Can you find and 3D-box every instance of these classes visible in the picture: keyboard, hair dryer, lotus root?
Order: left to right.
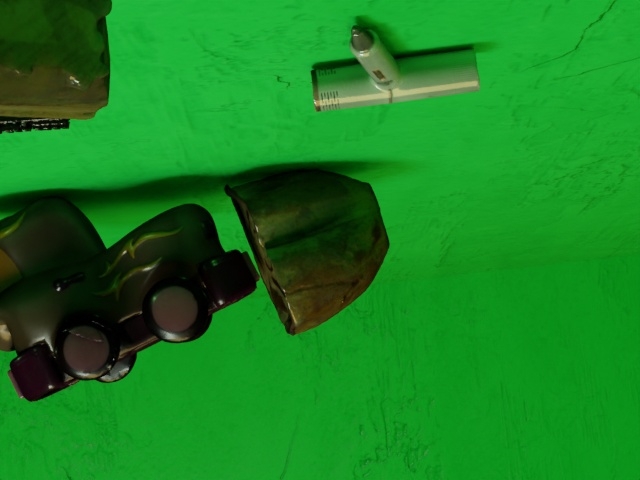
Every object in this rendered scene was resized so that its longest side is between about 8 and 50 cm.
[{"bbox_3d":[-0.337,-0.106,1.492,0.196,0.018,0.060,-5,176,-6],"label":"keyboard"},{"bbox_3d":[0.000,-0.001,1.932,0.180,0.188,0.199,-20,-155,-6],"label":"lotus root"},{"bbox_3d":[0.066,-0.160,1.369,0.155,0.044,0.183,-9,169,0],"label":"hair dryer"}]

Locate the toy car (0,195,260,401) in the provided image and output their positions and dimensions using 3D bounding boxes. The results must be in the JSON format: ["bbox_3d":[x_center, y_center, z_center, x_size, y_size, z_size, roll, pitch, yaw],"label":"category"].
[{"bbox_3d":[-0.264,0.045,1.938,0.341,0.240,0.271,-25,177,-5],"label":"toy car"}]

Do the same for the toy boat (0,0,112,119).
[{"bbox_3d":[-0.292,-0.128,0.967,0.162,0.135,0.445,-8,174,38],"label":"toy boat"}]
